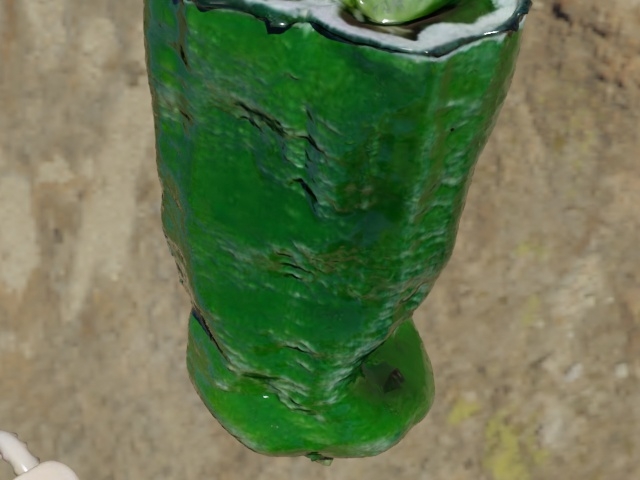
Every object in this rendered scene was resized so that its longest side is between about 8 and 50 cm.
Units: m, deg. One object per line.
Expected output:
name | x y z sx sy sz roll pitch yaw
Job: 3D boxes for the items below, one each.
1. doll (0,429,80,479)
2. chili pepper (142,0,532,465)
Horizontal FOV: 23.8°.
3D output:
doll | -0.161 0.235 1.045 0.154 0.119 0.278 51 162 33
chili pepper | 0.000 0.000 0.609 0.270 0.136 0.099 91 179 -47
